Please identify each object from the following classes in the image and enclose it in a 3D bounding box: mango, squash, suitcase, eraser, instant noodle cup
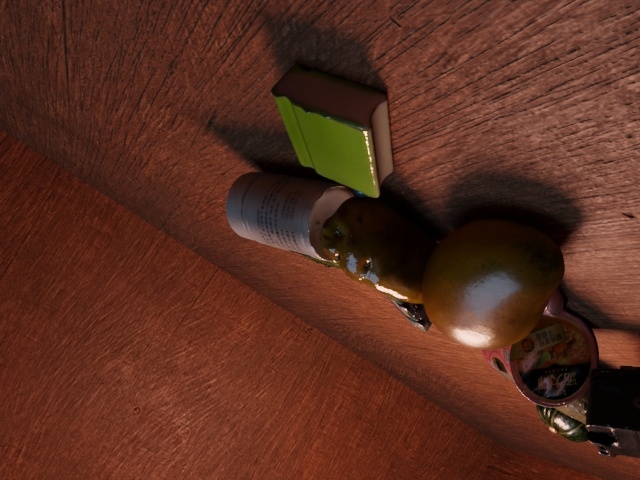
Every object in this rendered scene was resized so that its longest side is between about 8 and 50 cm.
[{"bbox_3d":[0.351,0.086,1.317,0.263,0.221,0.378,39,151,7],"label":"mango"},{"bbox_3d":[0.789,0.538,2.023,0.218,0.173,0.218,28,171,5],"label":"squash"},{"bbox_3d":[0.814,0.397,1.407,0.433,0.194,0.283,-4,149,36],"label":"suitcase"},{"bbox_3d":[0.030,-0.204,1.215,0.210,0.092,0.274,25,165,20],"label":"eraser"},{"bbox_3d":[0.533,0.279,1.621,0.243,0.244,0.255,32,173,-8],"label":"instant noodle cup"}]

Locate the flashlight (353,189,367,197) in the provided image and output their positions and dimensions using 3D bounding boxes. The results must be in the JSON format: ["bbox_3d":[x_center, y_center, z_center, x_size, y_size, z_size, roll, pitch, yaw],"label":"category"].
[{"bbox_3d":[0.069,-0.144,1.404,0.129,0.051,0.051,42,160,-31],"label":"flashlight"}]

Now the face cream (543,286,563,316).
[{"bbox_3d":[0.434,0.114,1.511,0.269,0.073,0.107,14,156,44],"label":"face cream"}]

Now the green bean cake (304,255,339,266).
[{"bbox_3d":[0.000,0.000,1.823,0.214,0.113,0.200,29,170,-31],"label":"green bean cake"}]

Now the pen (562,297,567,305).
[{"bbox_3d":[0.496,0.126,1.536,0.204,0.025,0.025,12,157,45],"label":"pen"}]

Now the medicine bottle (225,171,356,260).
[{"bbox_3d":[-0.077,-0.070,1.628,0.332,0.190,0.190,15,159,43],"label":"medicine bottle"}]

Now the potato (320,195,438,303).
[{"bbox_3d":[0.174,0.032,1.482,0.369,0.176,0.195,29,-157,-22],"label":"potato"}]

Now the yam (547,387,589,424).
[{"bbox_3d":[0.702,0.408,1.800,0.267,0.161,0.161,27,164,9],"label":"yam"}]

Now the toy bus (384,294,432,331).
[{"bbox_3d":[0.287,0.201,2.028,0.109,0.091,0.262,24,163,45],"label":"toy bus"}]
